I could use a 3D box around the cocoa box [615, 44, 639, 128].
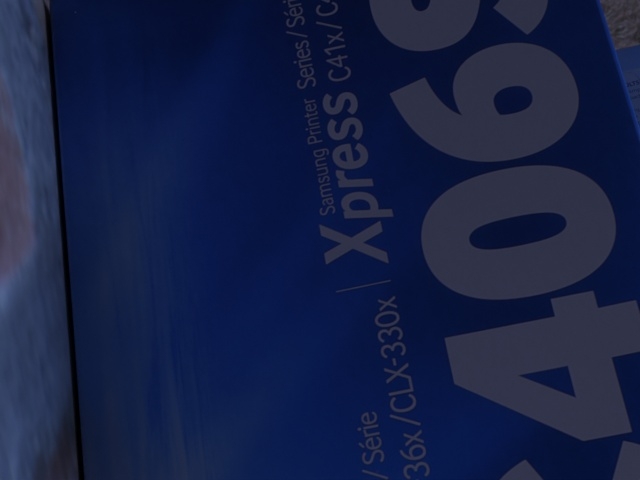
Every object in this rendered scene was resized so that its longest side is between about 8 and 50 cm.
[{"bbox_3d":[0.161,0.013,1.328,0.228,0.347,0.231,74,6,-47],"label":"cocoa box"}]

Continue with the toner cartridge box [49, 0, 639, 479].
[{"bbox_3d":[0.026,0.071,0.417,0.075,0.165,0.347,71,7,-59],"label":"toner cartridge box"}]
